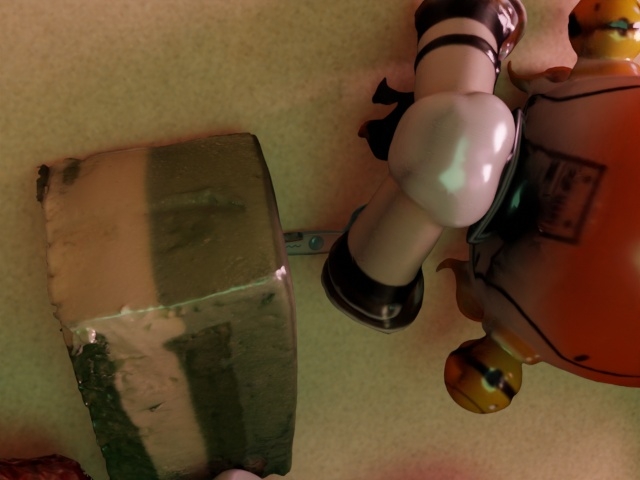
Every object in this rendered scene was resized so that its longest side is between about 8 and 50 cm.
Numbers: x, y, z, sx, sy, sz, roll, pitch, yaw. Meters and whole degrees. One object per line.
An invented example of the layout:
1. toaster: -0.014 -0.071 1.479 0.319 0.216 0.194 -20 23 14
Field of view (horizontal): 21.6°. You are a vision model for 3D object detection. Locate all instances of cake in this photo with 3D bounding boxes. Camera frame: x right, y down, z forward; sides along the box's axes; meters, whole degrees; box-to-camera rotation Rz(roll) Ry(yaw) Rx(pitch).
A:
1. cake: -0.091 0.093 1.140 0.158 0.172 0.283 -9 114 -5

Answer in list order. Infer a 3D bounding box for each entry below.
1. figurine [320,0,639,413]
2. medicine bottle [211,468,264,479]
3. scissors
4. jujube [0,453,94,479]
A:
1. figurine: 0.188 -0.019 1.176 0.323 0.196 0.320 18 91 -15
2. medicine bottle: -0.114 0.294 1.208 0.258 0.143 0.143 -42 115 8
3. scissors: 0.000 0.000 1.223 0.119 0.014 0.058 -2 114 -15
4. jujube: -0.255 0.226 1.147 0.236 0.168 0.168 -22 113 -12
